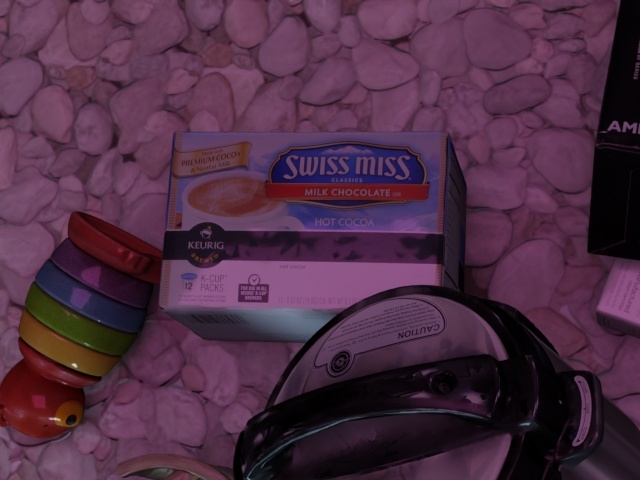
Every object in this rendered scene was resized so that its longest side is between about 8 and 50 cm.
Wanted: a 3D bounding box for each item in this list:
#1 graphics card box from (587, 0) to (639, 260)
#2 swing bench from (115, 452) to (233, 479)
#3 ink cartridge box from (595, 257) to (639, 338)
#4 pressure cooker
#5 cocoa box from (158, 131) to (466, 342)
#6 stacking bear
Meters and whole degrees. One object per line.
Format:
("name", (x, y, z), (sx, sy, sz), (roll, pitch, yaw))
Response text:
("graphics card box", (0.387, -0.189, 1.813), (0.094, 0.233, 0.371), (9, 58, 12))
("swing bench", (-0.187, 0.364, 1.846), (0.165, 0.253, 0.254), (38, 87, 17))
("ink cartridge box", (0.467, 0.060, 1.866), (0.219, 0.092, 0.160), (19, 82, 17))
("pressure cooker", (0.137, 0.252, 1.641), (0.370, 0.420, 0.375), (-51, 42, 1))
("cocoa box", (0.000, 0.000, 1.902), (0.347, 0.231, 0.228), (1, 77, 11))
("stacking bear", (-0.318, 0.124, 1.983), (0.164, 0.175, 0.289), (30, 93, 31))
